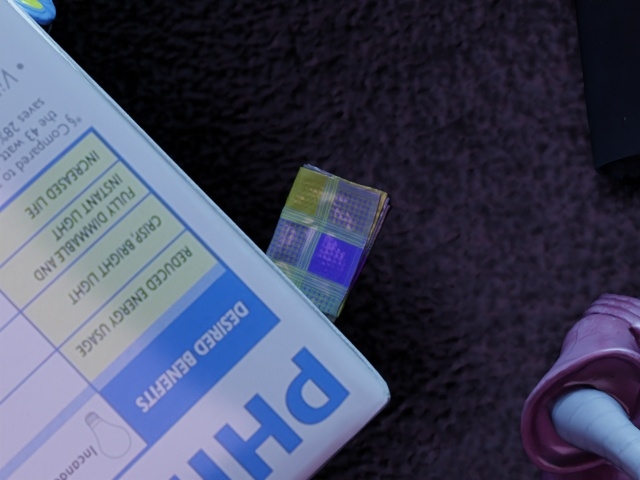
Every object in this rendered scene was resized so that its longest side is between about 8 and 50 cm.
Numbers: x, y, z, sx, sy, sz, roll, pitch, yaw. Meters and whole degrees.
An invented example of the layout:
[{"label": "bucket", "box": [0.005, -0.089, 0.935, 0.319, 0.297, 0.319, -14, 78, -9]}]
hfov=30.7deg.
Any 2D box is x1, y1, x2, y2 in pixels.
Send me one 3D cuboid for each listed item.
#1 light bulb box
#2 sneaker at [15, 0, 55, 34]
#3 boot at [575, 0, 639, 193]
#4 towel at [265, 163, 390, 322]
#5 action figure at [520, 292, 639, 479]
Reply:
[{"label": "light bulb box", "box": [-0.223, 0.067, 0.568, 0.358, 0.225, 0.361, -44, 89, -7]}, {"label": "sneaker", "box": [-0.255, -0.136, 0.747, 0.188, 0.067, 0.078, -1, 107, 12]}, {"label": "boot", "box": [0.242, -0.148, 0.602, 0.246, 0.094, 0.207, -17, 79, 19]}, {"label": "towel", "box": [0.000, 0.000, 0.695, 0.060, 0.009, 0.083, 24, 92, 13]}, {"label": "action figure", "box": [0.160, 0.147, 0.593, 0.276, 0.248, 0.370, 1, 69, 55]}]
